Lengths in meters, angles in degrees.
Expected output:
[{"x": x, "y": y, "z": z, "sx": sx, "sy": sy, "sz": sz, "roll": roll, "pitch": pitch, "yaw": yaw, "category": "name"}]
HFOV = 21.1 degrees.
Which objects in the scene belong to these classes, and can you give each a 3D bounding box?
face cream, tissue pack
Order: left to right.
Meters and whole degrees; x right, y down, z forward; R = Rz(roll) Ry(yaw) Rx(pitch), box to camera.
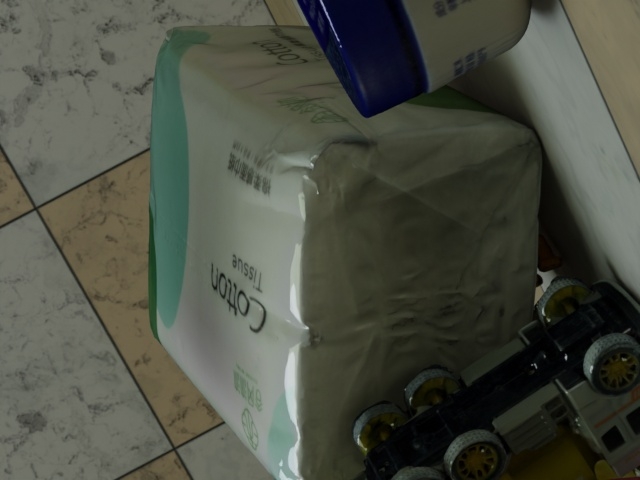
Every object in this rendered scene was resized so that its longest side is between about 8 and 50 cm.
[{"x": -0.001, "y": 0.000, "z": 1.259, "sx": 0.356, "sy": 0.194, "sz": 0.266, "roll": -141, "pitch": 50, "yaw": -62, "category": "tissue pack"}, {"x": 0.026, "y": -0.176, "z": 0.893, "sx": 0.206, "sy": 0.111, "sz": 0.206, "roll": 63, "pitch": 178, "yaw": 4, "category": "face cream"}]

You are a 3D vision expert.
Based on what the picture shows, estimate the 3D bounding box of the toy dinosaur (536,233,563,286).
[{"x": 0.126, "y": -0.010, "z": 1.336, "sx": 0.288, "sy": 0.070, "sz": 0.117, "roll": 100, "pitch": 153, "yaw": -81, "category": "toy dinosaur"}]

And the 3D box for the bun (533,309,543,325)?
[{"x": 0.190, "y": 0.161, "z": 1.284, "sx": 0.210, "sy": 0.116, "sz": 0.237, "roll": 54, "pitch": -157, "yaw": -82, "category": "bun"}]

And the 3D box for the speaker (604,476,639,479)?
[{"x": 0.189, "y": 0.275, "z": 0.943, "sx": 0.294, "sy": 0.294, "sz": 0.294, "roll": 62, "pitch": 178, "yaw": 3, "category": "speaker"}]

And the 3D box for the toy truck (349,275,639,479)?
[{"x": 0.120, "y": 0.128, "z": 1.082, "sx": 0.114, "sy": 0.227, "sz": 0.098, "roll": 55, "pitch": -178, "yaw": -29, "category": "toy truck"}]

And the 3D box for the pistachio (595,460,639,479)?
[{"x": 0.238, "y": 0.178, "z": 1.147, "sx": 0.173, "sy": 0.049, "sz": 0.089, "roll": 58, "pitch": 158, "yaw": -4, "category": "pistachio"}]
